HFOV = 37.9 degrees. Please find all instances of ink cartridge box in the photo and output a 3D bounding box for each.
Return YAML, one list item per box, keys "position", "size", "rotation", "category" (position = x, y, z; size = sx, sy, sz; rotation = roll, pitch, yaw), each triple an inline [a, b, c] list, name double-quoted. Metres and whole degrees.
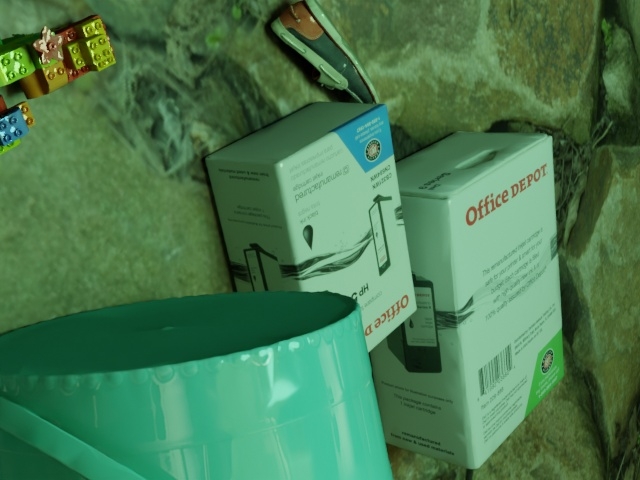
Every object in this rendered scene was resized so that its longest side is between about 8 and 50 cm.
- position: [0.000, 0.000, 0.798]
  size: [0.148, 0.086, 0.203]
  rotation: [-35, 122, -42]
  category: "ink cartridge box"
- position: [0.151, 0.049, 0.965]
  size: [0.211, 0.122, 0.289]
  rotation: [-29, 119, -45]
  category: "ink cartridge box"

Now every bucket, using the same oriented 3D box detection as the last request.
- position: [-0.085, 0.140, 0.581]
  size: [0.281, 0.281, 0.183]
  rotation: [-13, 98, -49]
  category: "bucket"

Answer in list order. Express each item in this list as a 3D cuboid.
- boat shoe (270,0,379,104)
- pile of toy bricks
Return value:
- position: [0.008, -0.158, 0.814]
  size: [0.043, 0.049, 0.137]
  rotation: [-35, 140, 10]
  category: "boat shoe"
- position: [-0.189, -0.102, 0.528]
  size: [0.212, 0.105, 0.118]
  rotation: [-41, 127, -39]
  category: "pile of toy bricks"
